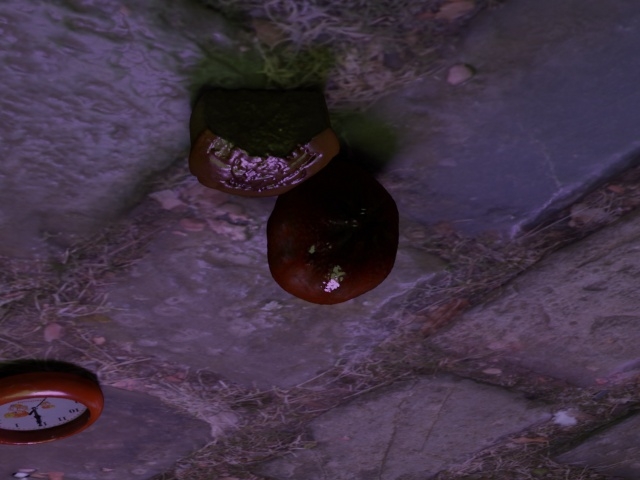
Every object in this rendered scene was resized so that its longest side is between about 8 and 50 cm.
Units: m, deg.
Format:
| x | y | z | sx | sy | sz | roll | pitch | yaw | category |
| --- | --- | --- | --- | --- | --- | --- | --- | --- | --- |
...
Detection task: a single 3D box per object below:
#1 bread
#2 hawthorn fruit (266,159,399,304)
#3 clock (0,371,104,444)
| x | y | z | sx | sy | sz | roll | pitch | yaw | category |
| --- | --- | --- | --- | --- | --- | --- | --- | --- | --- |
| -0.062 | -0.099 | 1.246 | 0.156 | 0.086 | 0.125 | -3 | 150 | -9 | bread |
| 0.000 | 0.000 | 1.373 | 0.157 | 0.157 | 0.194 | 12 | 153 | -32 | hawthorn fruit |
| -0.423 | 0.246 | 1.752 | 0.205 | 0.051 | 0.205 | -8 | 150 | -5 | clock |
